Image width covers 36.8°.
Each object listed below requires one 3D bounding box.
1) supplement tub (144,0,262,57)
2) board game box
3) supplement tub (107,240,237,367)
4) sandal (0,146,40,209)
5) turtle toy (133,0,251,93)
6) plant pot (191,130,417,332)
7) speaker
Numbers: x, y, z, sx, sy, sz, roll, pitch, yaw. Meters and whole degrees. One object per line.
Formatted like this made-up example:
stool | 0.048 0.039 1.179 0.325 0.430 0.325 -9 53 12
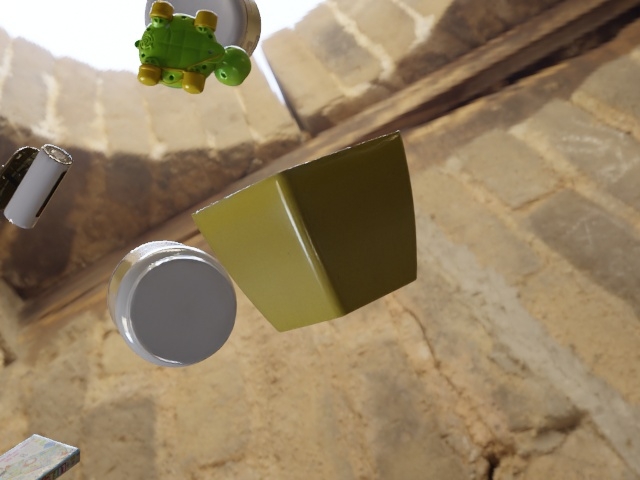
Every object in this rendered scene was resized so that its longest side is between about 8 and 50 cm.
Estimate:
supplement tub | -0.268 -0.518 2.290 0.235 0.235 0.325 -19 -174 9
board game box | -0.513 0.399 1.699 0.103 0.026 0.154 13 -162 20
supplement tub | -0.303 0.126 1.954 0.241 0.241 0.331 -34 -169 -13
sandal | -0.646 -0.131 2.012 0.049 0.072 0.180 -6 -140 42
turtle toy | -0.140 -0.202 1.055 0.130 0.066 0.095 11 -98 -2
plant pot | 0.000 0.000 1.226 0.212 0.187 0.212 -22 -178 -39
speaker | -0.460 -0.086 1.562 0.136 0.055 0.055 -54 -150 17
